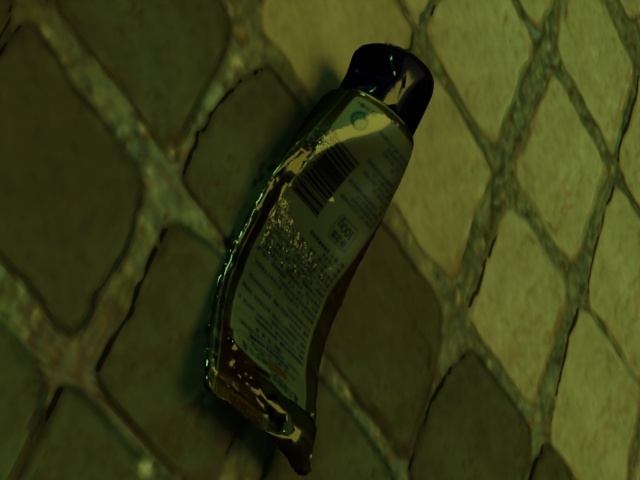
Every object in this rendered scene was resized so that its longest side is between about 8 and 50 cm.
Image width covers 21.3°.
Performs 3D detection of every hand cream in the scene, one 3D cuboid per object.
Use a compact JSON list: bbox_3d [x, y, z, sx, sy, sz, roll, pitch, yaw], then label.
[{"bbox_3d":[0.000,0.000,0.604,0.062,0.039,0.163,51,49,-39],"label":"hand cream"}]
